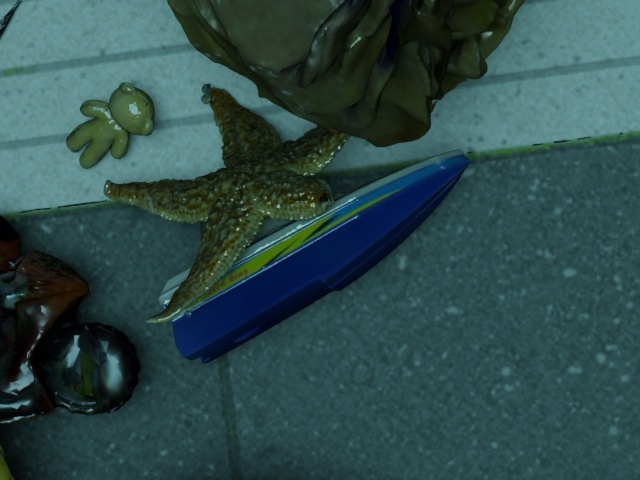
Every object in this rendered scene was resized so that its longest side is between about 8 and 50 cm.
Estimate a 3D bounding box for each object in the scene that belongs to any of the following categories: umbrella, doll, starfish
[{"bbox_3d":[-0.312,-0.171,1.547,0.022,0.013,0.122,44,97,25],"label":"umbrella"},{"bbox_3d":[-0.192,-0.104,1.516,0.093,0.051,0.061,-35,94,7],"label":"doll"},{"bbox_3d":[-0.080,-0.043,1.449,0.231,0.048,0.295,21,62,39],"label":"starfish"}]

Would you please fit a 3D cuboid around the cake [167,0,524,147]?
[{"bbox_3d":[0.060,-0.240,1.301,0.332,0.321,0.332,-10,113,-26],"label":"cake"}]

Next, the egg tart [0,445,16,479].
[{"bbox_3d":[-0.385,0.251,1.459,0.288,0.118,0.288,3,122,5],"label":"egg tart"}]

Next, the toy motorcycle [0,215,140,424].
[{"bbox_3d":[-0.371,0.094,1.501,0.401,0.134,0.207,-14,90,5],"label":"toy motorcycle"}]

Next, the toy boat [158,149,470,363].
[{"bbox_3d":[0.000,0.000,1.463,0.295,0.129,0.088,-30,78,6],"label":"toy boat"}]
